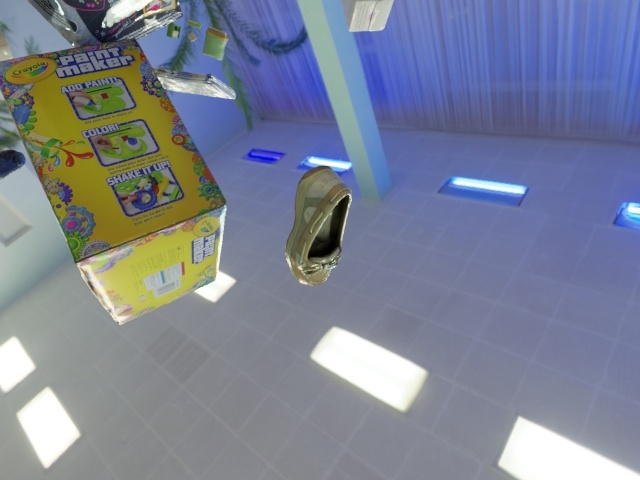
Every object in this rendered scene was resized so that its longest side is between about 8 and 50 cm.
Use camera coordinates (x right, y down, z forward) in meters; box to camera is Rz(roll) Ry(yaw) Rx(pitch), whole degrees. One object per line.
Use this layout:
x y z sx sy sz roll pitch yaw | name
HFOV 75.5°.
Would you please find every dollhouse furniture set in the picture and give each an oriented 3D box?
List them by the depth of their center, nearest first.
-0.340 -0.564 1.149 0.151 0.076 0.058 18 -159 -7 | dollhouse furniture set

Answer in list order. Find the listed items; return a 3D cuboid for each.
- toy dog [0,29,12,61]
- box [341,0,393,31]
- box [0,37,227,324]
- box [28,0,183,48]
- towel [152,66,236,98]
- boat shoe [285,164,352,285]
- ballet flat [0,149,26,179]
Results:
-0.771 -0.417 0.830 0.220 0.161 0.334 -8 -121 -41 | toy dog
0.052 -0.504 0.695 0.063 0.067 0.324 -8 -107 -8 | box
-0.286 -0.067 0.606 0.177 0.290 0.279 -25 -104 -25 | box
-0.338 -0.393 0.554 0.163 0.142 0.247 -41 -106 -21 | box
-0.452 -0.540 1.416 0.285 0.034 0.209 11 -175 11 | towel
0.002 -0.001 0.420 0.056 0.153 0.048 -19 -131 -30 | boat shoe
-0.716 -0.163 0.910 0.049 0.057 0.173 -13 -160 -1 | ballet flat
